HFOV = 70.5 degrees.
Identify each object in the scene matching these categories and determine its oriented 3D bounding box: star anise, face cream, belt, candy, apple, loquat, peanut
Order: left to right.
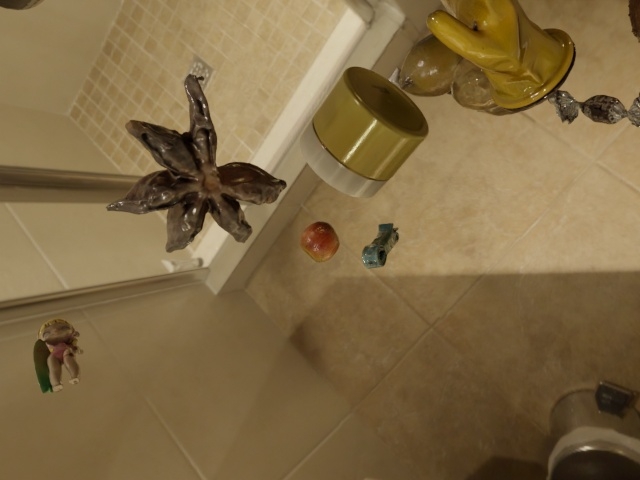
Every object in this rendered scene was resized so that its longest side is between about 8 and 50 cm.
[{"bbox_3d":[-0.138,-0.056,0.514,0.172,0.208,0.063,-42,45,-2],"label":"star anise"},{"bbox_3d":[0.000,0.000,1.545,0.146,0.146,0.146,2,95,28],"label":"apple"},{"bbox_3d":[0.092,-0.229,0.966,0.218,0.218,0.179,53,129,15],"label":"face cream"},{"bbox_3d":[0.227,0.013,1.674,0.072,0.302,0.087,-14,107,28],"label":"belt"},{"bbox_3d":[0.276,-0.420,1.088,0.195,0.152,0.152,-24,81,-2],"label":"loquat"},{"bbox_3d":[0.333,-0.303,0.864,0.129,0.224,0.129,8,101,46],"label":"peanut"},{"bbox_3d":[0.598,-0.288,0.978,0.051,0.094,0.226,-37,36,-14],"label":"candy"}]

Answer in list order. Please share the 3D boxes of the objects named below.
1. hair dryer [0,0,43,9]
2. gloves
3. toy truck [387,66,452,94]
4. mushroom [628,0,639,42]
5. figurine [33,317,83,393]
[{"bbox_3d":[-0.369,-0.317,0.361,0.189,0.352,0.107,-1,90,38],"label":"hair dryer"},{"bbox_3d":[0.170,-0.277,0.538,0.116,0.294,0.133,-58,32,14],"label":"gloves"},{"bbox_3d":[0.369,-0.567,1.553,0.286,0.136,0.111,16,96,42],"label":"toy truck"},{"bbox_3d":[0.307,-0.214,0.367,0.087,0.127,0.127,17,102,48],"label":"mushroom"},{"bbox_3d":[-0.464,0.206,0.806,0.187,0.083,0.083,35,110,46],"label":"figurine"}]
